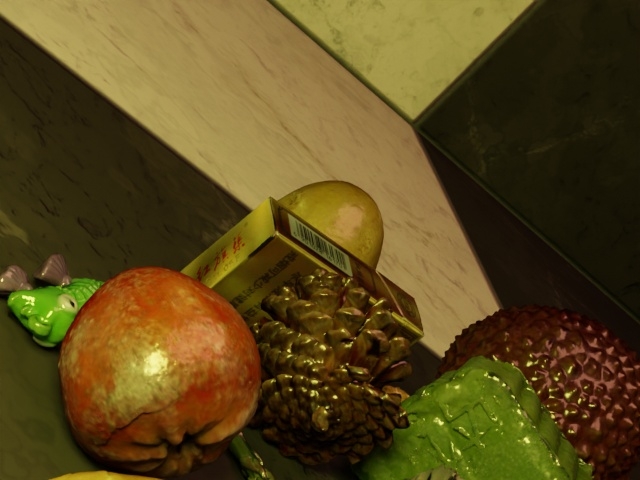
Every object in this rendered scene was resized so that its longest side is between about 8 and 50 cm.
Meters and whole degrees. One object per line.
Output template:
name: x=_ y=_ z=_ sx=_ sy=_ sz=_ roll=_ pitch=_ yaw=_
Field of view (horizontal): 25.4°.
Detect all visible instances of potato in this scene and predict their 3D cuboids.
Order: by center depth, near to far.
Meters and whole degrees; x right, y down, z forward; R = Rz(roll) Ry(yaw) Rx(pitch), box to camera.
potato: x=0.000 y=0.000 z=1.697 sx=0.178 sy=0.158 sz=0.203 roll=36 pitch=-7 yaw=7

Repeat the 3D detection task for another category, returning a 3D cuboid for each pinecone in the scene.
pinecone: x=0.007 y=0.125 z=1.422 sx=0.150 sy=0.179 sz=0.195 roll=20 pitch=55 yaw=-60

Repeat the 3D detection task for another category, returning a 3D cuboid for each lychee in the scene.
lychee: x=0.273 y=0.215 z=1.771 sx=0.276 sy=0.276 sz=0.304 roll=45 pitch=26 yaw=-1

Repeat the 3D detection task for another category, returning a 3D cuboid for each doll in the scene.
doll: x=-0.217 y=0.061 z=1.267 sx=0.115 sy=0.050 sz=0.190 roll=43 pitch=13 yaw=7

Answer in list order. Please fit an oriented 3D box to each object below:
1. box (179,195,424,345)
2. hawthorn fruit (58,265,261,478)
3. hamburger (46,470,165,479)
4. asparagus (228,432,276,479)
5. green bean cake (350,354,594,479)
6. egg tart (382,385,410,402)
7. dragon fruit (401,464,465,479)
box: x=-0.024 y=0.073 z=1.544 sx=0.240 sy=0.159 sz=0.071 roll=36 pitch=25 yaw=-34
hawthorn fruit: x=-0.132 y=0.103 z=1.157 sx=0.173 sy=0.173 sz=0.173 roll=41 pitch=15 yaw=-14
hamburger: x=-0.092 y=0.241 z=0.919 sx=0.283 sy=0.156 sz=0.144 roll=35 pitch=18 yaw=-28
asparagus: x=-0.090 y=0.174 z=1.343 sx=0.236 sy=0.027 sz=0.034 roll=55 pitch=-3 yaw=29
green bean cake: x=0.159 y=0.244 z=1.480 sx=0.214 sy=0.200 sz=0.113 roll=56 pitch=19 yaw=2
egg tart: x=0.087 y=0.207 z=1.689 sx=0.129 sy=0.049 sz=0.129 roll=40 pitch=15 yaw=-13
dragon fruit: x=0.123 y=0.337 z=1.148 sx=0.221 sy=0.204 sz=0.283 roll=41 pitch=16 yaw=-17
